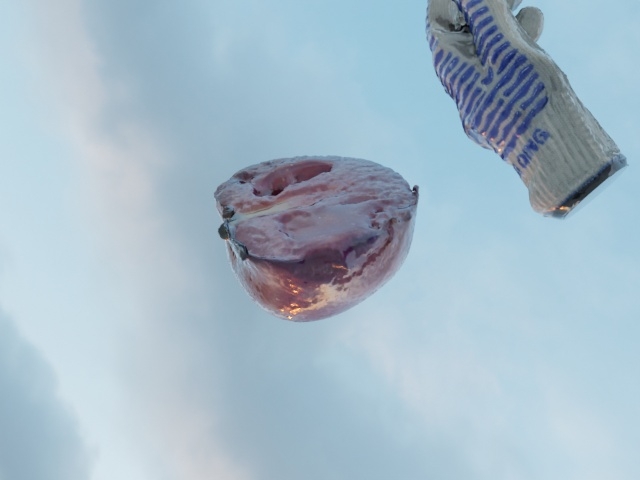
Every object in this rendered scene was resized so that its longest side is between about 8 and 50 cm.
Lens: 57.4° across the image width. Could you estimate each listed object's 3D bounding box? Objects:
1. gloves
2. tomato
[{"bbox_3d":[0.142,-0.123,0.442,0.097,0.119,0.229,-21,-106,9],"label":"gloves"},{"bbox_3d":[0.002,0.005,0.857,0.335,0.289,0.176,-129,-152,-57],"label":"tomato"}]
